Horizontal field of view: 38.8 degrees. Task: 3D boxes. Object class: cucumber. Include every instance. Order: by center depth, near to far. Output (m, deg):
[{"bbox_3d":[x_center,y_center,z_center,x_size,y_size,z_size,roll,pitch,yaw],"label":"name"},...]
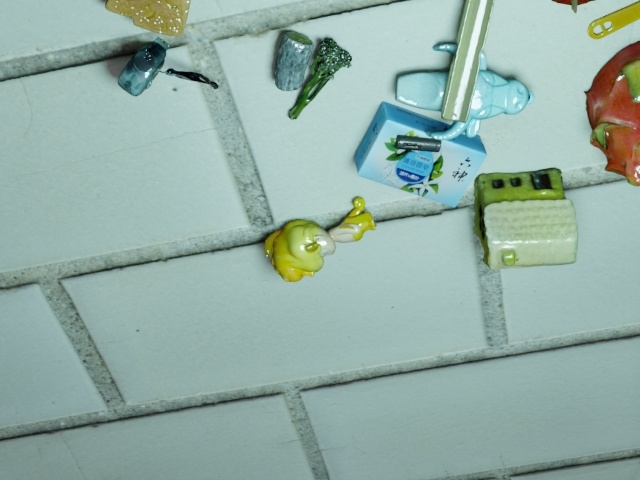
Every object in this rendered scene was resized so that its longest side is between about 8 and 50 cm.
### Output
[{"bbox_3d":[-0.054,-0.337,1.726,0.064,0.064,0.112,10,128,-11],"label":"cucumber"}]

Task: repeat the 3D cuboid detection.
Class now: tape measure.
[{"bbox_3d":[-0.287,-0.294,1.721,0.180,0.104,0.107,29,118,-23],"label":"tape measure"}]

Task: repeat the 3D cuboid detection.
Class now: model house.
[{"bbox_3d":[0.428,-0.019,1.902,0.193,0.234,0.175,-2,129,1],"label":"model house"}]

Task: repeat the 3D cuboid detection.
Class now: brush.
[{"bbox_3d":[0.276,-0.360,1.691,0.054,0.048,0.282,9,110,-2],"label":"brush"},{"bbox_3d":[0.633,-0.447,1.707,0.272,0.013,0.103,-24,126,16],"label":"brush"}]

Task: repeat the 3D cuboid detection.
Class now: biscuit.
[{"bbox_3d":[-0.315,-0.466,1.624,0.212,0.041,0.239,-27,126,10],"label":"biscuit"}]

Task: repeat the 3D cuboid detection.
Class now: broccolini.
[{"bbox_3d":[-0.007,-0.298,1.764,0.074,0.058,0.201,24,123,-13],"label":"broccolini"}]

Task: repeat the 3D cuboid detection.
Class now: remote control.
[{"bbox_3d":[0.193,-0.187,1.789,0.091,0.016,0.034,4,121,-8],"label":"remote control"}]

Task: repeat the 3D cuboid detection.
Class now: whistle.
[{"bbox_3d":[0.282,-0.287,1.771,0.274,0.093,0.186,3,102,-3],"label":"whistle"}]

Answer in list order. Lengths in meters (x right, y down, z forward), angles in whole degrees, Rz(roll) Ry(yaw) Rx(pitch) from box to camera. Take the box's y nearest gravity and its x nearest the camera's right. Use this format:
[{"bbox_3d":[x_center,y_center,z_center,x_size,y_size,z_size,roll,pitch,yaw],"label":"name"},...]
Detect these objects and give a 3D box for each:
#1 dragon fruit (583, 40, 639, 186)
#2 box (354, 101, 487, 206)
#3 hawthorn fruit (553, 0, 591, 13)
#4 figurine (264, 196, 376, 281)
[{"bbox_3d":[0.674,-0.223,1.758,0.305,0.226,0.305,0,129,0],"label":"dragon fruit"},{"bbox_3d":[0.203,-0.174,1.862,0.232,0.083,0.142,18,124,-15],"label":"box"},{"bbox_3d":[0.429,-0.484,1.540,0.189,0.251,0.189,14,150,8],"label":"hawthorn fruit"},{"bbox_3d":[0.000,0.000,1.977,0.246,0.131,0.156,-23,168,-3],"label":"figurine"}]
